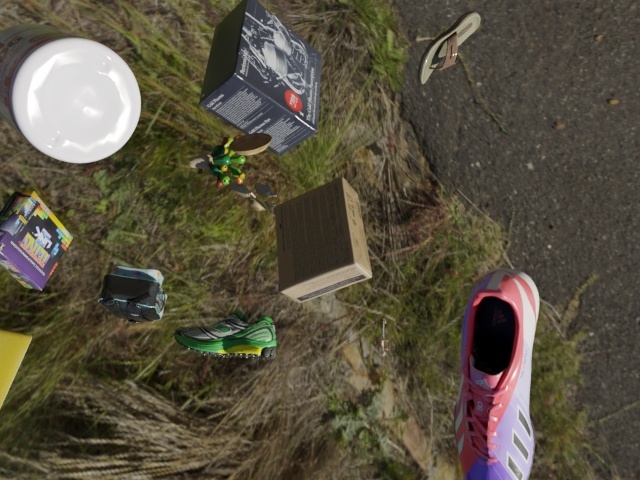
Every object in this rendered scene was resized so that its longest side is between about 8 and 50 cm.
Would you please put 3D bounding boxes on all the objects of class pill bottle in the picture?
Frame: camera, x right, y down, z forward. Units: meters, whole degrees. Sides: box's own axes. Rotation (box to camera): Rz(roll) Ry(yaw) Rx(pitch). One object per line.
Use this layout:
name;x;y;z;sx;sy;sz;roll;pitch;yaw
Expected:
pill bottle;-0.389;-0.223;0.796;0.160;0.283;0.160;-20;123;-34

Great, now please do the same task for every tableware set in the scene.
tableware set;-0.160;-0.110;1.460;0.168;0.020;0.141;13;154;35

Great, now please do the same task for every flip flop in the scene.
flip flop;0.410;-0.600;1.737;0.277;0.112;0.080;-43;69;-3

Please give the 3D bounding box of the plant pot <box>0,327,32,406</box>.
plant pot;-0.624;0.235;0.879;0.187;0.212;0.212;32;141;-30

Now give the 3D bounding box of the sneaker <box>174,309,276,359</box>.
sneaker;-0.301;0.299;1.769;0.343;0.134;0.146;0;72;11

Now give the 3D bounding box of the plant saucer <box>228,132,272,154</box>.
plant saucer;-0.131;-0.180;1.047;0.083;0.083;0.015;-7;122;6

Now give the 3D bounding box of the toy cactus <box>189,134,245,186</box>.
toy cactus;-0.336;-0.260;1.826;0.180;0.219;0.112;-3;151;2

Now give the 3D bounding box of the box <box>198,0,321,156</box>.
box;-0.169;-0.494;1.682;0.312;0.343;0.179;27;141;-36

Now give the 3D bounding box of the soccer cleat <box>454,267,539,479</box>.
soccer cleat;0.217;0.196;0.707;0.108;0.116;0.319;7;96;31

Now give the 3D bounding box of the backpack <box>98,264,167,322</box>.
backpack;-0.516;0.154;1.553;0.165;0.145;0.188;5;150;-2

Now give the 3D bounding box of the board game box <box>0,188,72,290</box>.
board game box;-0.600;0.001;1.140;0.048;0.141;0.170;8;149;12

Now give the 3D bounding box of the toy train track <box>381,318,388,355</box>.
toy train track;0.146;0.218;1.248;0.014;0.048;0.083;0;68;9

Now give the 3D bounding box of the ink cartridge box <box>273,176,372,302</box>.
ink cartridge box;0.000;0.000;1.253;0.193;0.235;0.088;-22;145;23
